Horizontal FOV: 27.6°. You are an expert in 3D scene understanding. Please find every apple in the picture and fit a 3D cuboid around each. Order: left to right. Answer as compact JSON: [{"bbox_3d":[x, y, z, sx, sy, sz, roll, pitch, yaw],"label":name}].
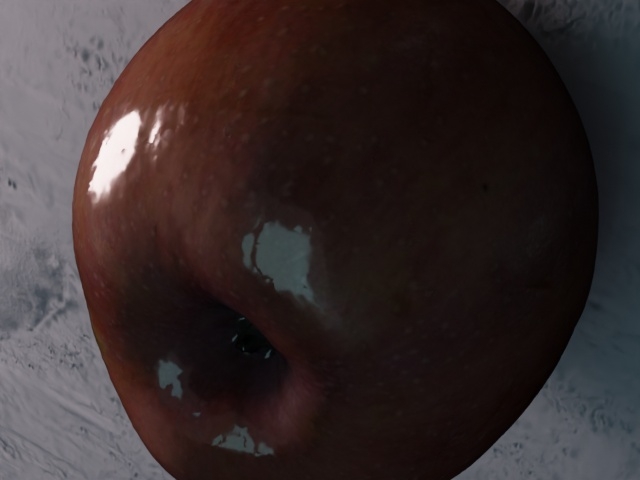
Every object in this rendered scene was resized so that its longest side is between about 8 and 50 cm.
[{"bbox_3d":[0.000,0.000,0.702,0.306,0.235,0.305,18,126,26],"label":"apple"}]
